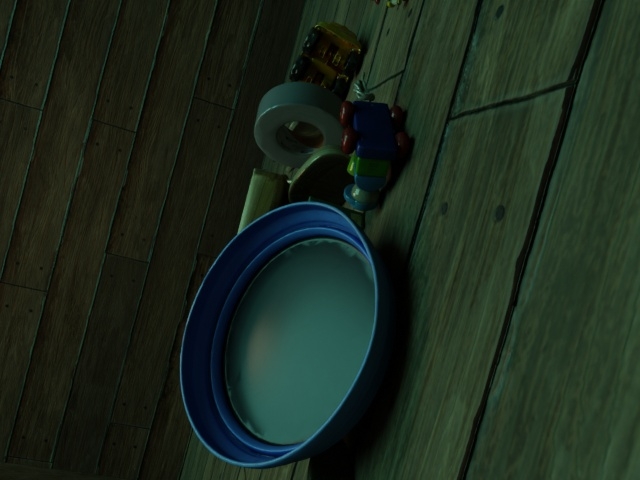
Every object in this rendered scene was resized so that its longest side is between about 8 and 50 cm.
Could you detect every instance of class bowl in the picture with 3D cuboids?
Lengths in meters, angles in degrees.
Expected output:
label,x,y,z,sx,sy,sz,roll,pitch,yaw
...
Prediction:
label,x,y,z,sx,sy,sz,roll,pitch,yaw
bowl,-0.058,0.132,0.775,0.391,0.077,0.392,-21,54,33

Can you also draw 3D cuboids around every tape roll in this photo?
label,x,y,z,sx,sy,sz,roll,pitch,yaw
tape roll,-0.044,-0.266,1.215,0.219,0.219,0.072,125,157,-55

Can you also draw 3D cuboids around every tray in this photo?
label,x,y,z,sx,sy,sz,roll,pitch,yaw
tray,-0.118,-0.038,1.325,0.411,0.076,0.203,44,-120,-84

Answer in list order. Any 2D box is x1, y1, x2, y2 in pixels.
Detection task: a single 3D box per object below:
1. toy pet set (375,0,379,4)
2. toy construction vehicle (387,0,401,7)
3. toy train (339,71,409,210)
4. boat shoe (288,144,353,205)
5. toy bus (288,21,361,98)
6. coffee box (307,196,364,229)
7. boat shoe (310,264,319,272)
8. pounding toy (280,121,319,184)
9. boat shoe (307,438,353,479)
label,x,y,z,sx,sy,sz,roll,pitch,yaw
toy pet set,0.128,-0.664,1.271,0.114,0.065,0.122,-98,26,-58
toy construction vehicle,0.169,-0.524,1.040,0.086,0.035,0.098,-130,53,-61
toy train,0.080,-0.177,0.908,0.248,0.105,0.144,-91,7,-48
boat shoe,-0.015,-0.122,1.155,0.341,0.121,0.110,125,155,-59
toy bus,0.034,-0.497,1.366,0.220,0.149,0.212,-54,9,52
coffee box,0.000,0.000,0.991,0.184,0.113,0.041,118,164,-49
boat shoe,-0.023,0.123,0.969,0.324,0.123,0.116,-54,20,36
pounding toy,-0.042,-0.259,1.510,0.269,0.155,0.154,-45,5,43
boat shoe,0.006,0.352,0.689,0.060,0.064,0.178,121,156,-45
